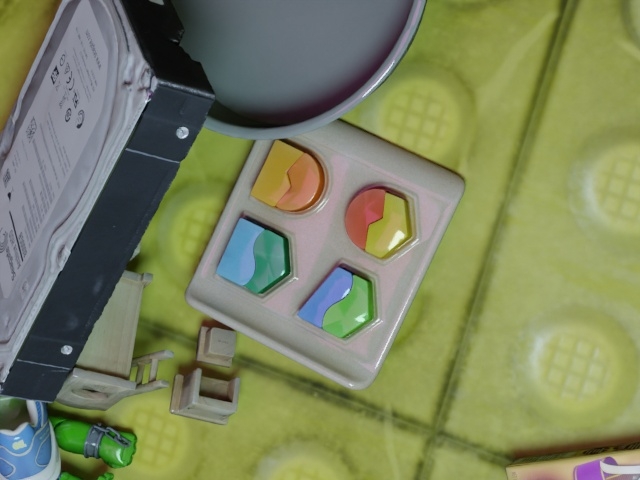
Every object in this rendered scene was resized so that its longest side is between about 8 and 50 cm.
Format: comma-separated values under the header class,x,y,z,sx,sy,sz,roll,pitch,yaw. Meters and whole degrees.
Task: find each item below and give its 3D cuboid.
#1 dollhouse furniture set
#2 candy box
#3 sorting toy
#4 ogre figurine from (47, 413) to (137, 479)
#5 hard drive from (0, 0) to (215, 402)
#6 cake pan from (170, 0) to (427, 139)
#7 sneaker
class,x,y,z,sx,sy,sz,roll,pitch,yaw
dollhouse furniture set,-0.152,0.069,1.432,0.161,0.101,0.182,16,66,-20
candy box,0.257,0.225,1.290,0.186,0.053,0.109,-11,88,18
sorting toy,0.000,0.000,1.356,0.193,0.038,0.208,26,90,17
ogre figurine,-0.272,0.243,1.454,0.118,0.097,0.197,32,102,14
hard drive,-0.215,-0.060,1.337,0.339,0.064,0.237,-59,36,28
cake pan,-0.032,-0.229,1.347,0.293,0.054,0.293,-2,84,24
sneaker,-0.287,0.137,1.424,0.080,0.081,0.211,-20,46,-15
